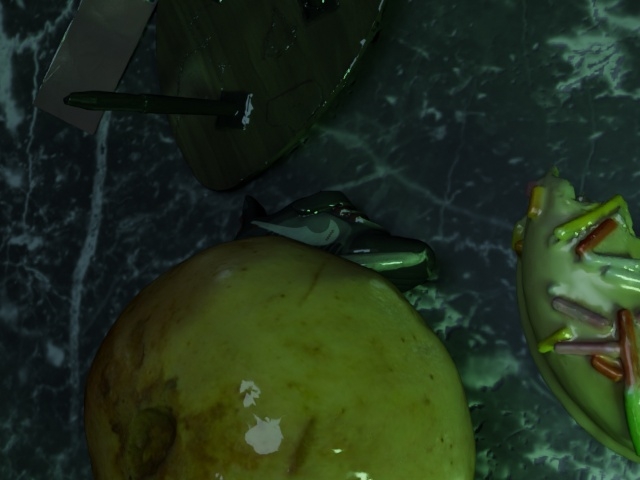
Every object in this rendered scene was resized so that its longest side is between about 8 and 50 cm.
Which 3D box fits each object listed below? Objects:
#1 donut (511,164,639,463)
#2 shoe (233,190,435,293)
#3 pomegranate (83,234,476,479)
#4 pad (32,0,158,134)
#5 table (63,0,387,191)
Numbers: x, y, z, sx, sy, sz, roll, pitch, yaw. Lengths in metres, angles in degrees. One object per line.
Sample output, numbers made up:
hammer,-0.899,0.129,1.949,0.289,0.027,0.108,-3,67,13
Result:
donut,0.331,0.040,0.768,0.371,0.150,0.307,-17,71,21
shoe,0.000,0.000,0.975,0.227,0.099,0.112,-7,67,25
pomegranate,-0.021,0.160,0.844,0.338,0.338,0.338,-7,74,24
pad,-0.270,-0.228,1.211,0.113,0.006,0.188,26,91,28
table,-0.119,-0.252,0.983,0.317,0.249,0.317,-7,77,31
